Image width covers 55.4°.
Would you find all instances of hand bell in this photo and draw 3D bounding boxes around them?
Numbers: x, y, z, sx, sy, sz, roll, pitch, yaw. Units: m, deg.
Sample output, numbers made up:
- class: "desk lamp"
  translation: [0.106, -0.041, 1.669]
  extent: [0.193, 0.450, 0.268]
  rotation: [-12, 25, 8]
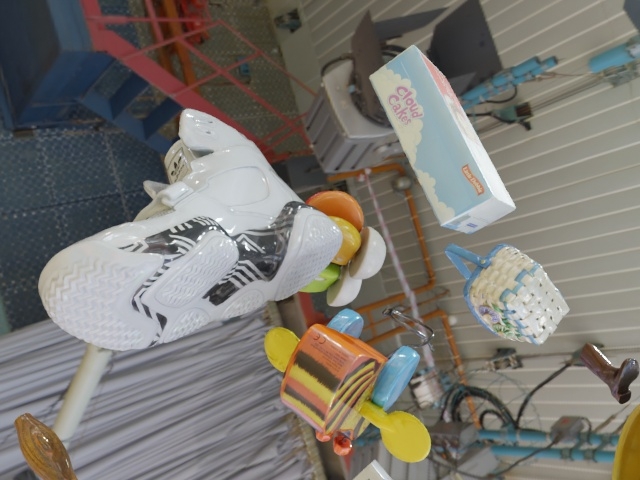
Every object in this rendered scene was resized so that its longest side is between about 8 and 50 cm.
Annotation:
- class: "hand bell"
  translation: [-0.256, 0.277, 0.648]
  extent: [0.242, 0.126, 0.126]
  rotation: [43, -48, 21]

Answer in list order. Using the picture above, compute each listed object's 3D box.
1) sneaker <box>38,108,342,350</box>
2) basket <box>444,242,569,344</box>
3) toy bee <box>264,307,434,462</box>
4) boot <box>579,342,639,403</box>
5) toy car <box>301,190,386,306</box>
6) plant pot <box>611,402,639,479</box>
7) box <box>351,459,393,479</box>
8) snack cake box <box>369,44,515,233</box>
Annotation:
- class: "sneaker"
  translation: [-0.146, -0.023, 0.633]
  extent: [0.210, 0.365, 0.137]
  rotation: [48, -60, 20]
- class: "basket"
  translation: [0.461, 0.125, 1.566]
  extent: [0.255, 0.201, 0.289]
  rotation: [46, -4, -25]
- class: "toy bee"
  translation: [0.041, 0.169, 0.652]
  extent: [0.195, 0.298, 0.162]
  rotation: [34, -80, 44]
- class: "boot"
  translation: [0.484, 0.204, 1.034]
  extent: [0.114, 0.037, 0.107]
  rotation: [-114, -165, -53]
- class: "toy car"
  translation: [0.000, 0.000, 0.880]
  extent: [0.182, 0.159, 0.136]
  rotation: [123, -19, -49]
- class: "plant pot"
  translation: [0.657, 0.422, 1.024]
  extent: [0.238, 0.254, 0.254]
  rotation: [13, -62, 8]
- class: "box"
  translation: [0.103, 0.503, 1.053]
  extent: [0.145, 0.038, 0.186]
  rotation: [-45, -109, 7]
- class: "snack cake box"
  translation: [0.189, -0.149, 0.941]
  extent: [0.089, 0.152, 0.265]
  rotation: [-31, -108, 25]
